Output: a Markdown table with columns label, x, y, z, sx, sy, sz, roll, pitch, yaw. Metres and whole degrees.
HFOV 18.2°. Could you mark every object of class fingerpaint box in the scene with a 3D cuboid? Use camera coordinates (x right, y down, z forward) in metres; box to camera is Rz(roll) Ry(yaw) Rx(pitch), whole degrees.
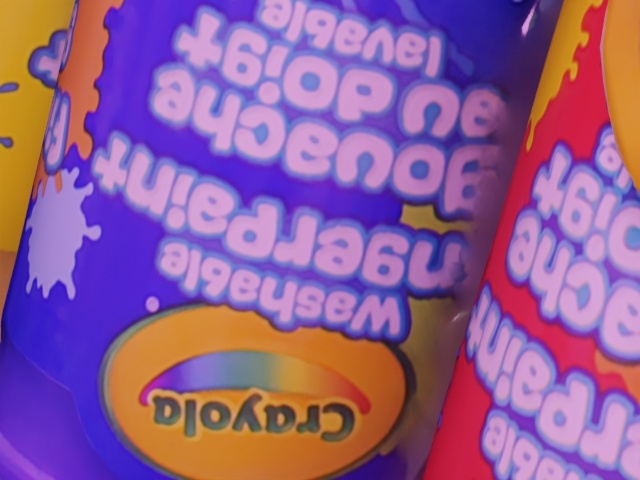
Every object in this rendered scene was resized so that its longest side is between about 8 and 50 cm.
| label | x | y | z | sx | sy | sz | roll | pitch | yaw |
| --- | --- | --- | --- | --- | --- | --- | --- | --- | --- |
| fingerpaint box | 0.000 | 0.000 | 0.493 | 0.445 | 0.163 | 0.371 | 29 | 110 | 43 |
